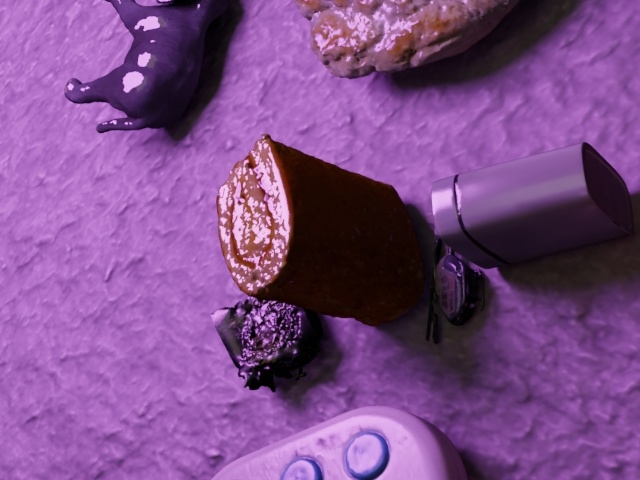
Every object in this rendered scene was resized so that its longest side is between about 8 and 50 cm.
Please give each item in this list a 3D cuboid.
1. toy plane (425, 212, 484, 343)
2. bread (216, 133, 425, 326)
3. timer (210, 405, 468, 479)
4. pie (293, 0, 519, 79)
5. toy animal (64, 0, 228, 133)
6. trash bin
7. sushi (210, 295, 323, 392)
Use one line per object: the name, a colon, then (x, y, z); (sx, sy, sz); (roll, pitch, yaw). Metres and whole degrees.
toy plane: (0.112, 0.027, 1.240); (0.049, 0.031, 0.120); (-12, 69, 38)
bread: (0.000, 0.000, 1.227); (0.103, 0.172, 0.132); (-34, 56, 32)
timer: (0.013, 0.272, 1.178); (0.262, 0.087, 0.237); (-26, 60, 23)
pie: (0.077, -0.280, 1.331); (0.257, 0.105, 0.274); (-33, 58, 8)
toy animal: (-0.159, -0.226, 1.477); (0.137, 0.082, 0.269); (22, 82, 33)
trash bin: (0.172, -0.025, 1.166); (0.130, 0.116, 0.059); (-15, 67, 27)
sushi: (-0.040, 0.088, 1.302); (0.083, 0.056, 0.084); (-32, 57, 11)
